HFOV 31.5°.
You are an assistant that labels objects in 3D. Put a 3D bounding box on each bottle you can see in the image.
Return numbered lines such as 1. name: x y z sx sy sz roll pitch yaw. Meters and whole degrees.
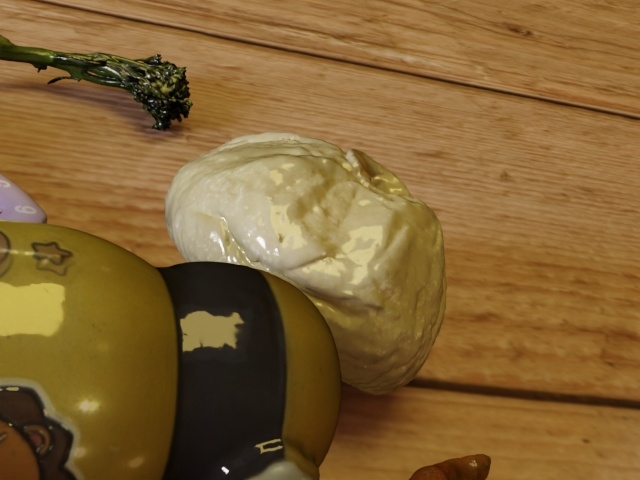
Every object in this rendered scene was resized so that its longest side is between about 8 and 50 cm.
1. bottle: -0.156 0.071 0.579 0.351 0.172 0.171 5 31 -23

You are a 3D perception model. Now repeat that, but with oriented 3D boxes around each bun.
1. bun: 0.000 0.000 0.775 0.220 0.134 0.220 37 4 -3

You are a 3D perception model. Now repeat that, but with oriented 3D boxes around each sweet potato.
1. sweet potato: 0.057 0.163 0.680 0.044 0.044 0.179 28 30 18

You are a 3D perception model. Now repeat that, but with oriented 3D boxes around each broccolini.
1. broccolini: -0.229 -0.144 1.028 0.271 0.062 0.123 1 18 -40

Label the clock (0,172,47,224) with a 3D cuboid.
1. clock: -0.271 -0.002 0.751 0.172 0.064 0.198 6 31 -21
